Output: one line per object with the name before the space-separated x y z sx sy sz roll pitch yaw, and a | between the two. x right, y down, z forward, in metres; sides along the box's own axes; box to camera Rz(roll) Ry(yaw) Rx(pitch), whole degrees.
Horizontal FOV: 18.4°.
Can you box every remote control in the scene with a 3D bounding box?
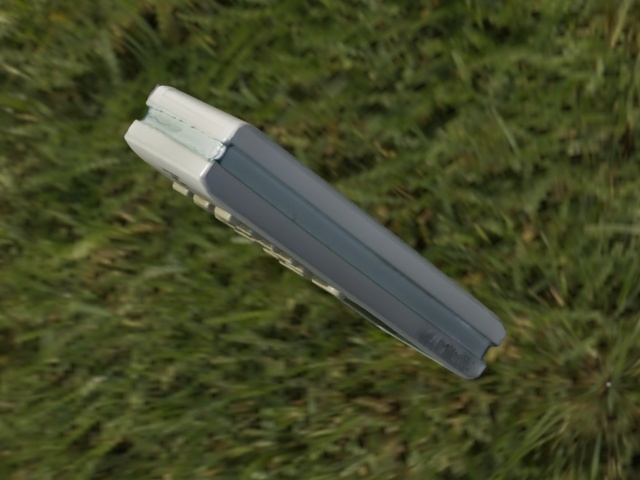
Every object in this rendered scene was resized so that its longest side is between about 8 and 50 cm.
remote control | 0.000 0.000 1.289 0.055 0.277 0.103 -56 38 -4
